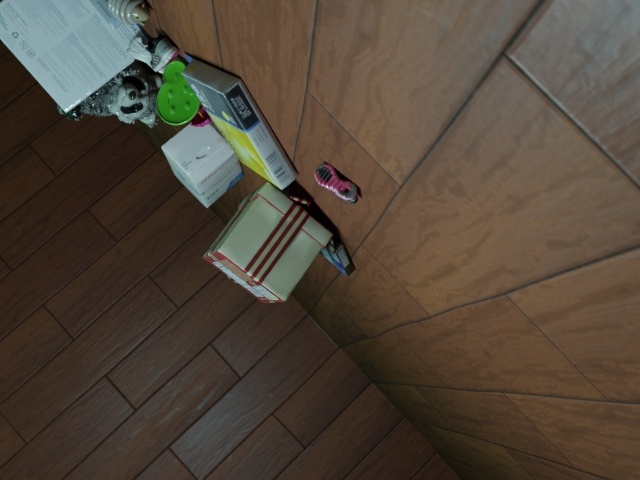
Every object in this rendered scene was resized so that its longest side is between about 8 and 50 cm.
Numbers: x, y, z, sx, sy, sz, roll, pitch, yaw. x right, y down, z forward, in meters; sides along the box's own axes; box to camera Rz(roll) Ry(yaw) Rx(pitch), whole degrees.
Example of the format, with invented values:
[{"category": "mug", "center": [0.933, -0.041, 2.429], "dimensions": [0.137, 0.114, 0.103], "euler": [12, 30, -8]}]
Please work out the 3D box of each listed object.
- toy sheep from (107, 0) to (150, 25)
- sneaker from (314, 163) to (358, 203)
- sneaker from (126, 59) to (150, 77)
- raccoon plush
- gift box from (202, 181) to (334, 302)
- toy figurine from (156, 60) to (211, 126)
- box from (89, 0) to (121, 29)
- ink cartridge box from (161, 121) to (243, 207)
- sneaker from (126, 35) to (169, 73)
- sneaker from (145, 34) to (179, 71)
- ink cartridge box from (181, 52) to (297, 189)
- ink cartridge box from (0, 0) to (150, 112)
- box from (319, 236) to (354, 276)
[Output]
[{"category": "toy sheep", "center": [-0.472, -0.571, 1.610], "dimensions": [0.132, 0.091, 0.091], "euler": [25, 163, 14]}, {"category": "sneaker", "center": [0.035, -0.115, 1.387], "dimensions": [0.119, 0.047, 0.057], "euler": [43, 179, 29]}, {"category": "sneaker", "center": [-0.658, -0.570, 2.213], "dimensions": [0.232, 0.115, 0.090], "euler": [42, 172, 30]}, {"category": "raccoon plush", "center": [-0.679, -0.520, 2.124], "dimensions": [0.299, 0.216, 0.446], "euler": [6, -149, -29]}, {"category": "gift box", "center": [-0.126, 0.013, 1.779], "dimensions": [0.276, 0.258, 0.255], "euler": [39, 163, -18]}, {"category": "toy figurine", "center": [-0.347, -0.374, 1.776], "dimensions": [0.159, 0.130, 0.173], "euler": [19, -121, -72]}, {"category": "box", "center": [-0.558, -0.626, 1.706], "dimensions": [0.145, 0.038, 0.186], "euler": [52, -171, -24]}, {"category": "ink cartridge box", "center": [-0.369, -0.248, 2.096], "dimensions": [0.168, 0.171, 0.233], "euler": [45, 168, 10]}, {"category": "sneaker", "center": [-0.460, -0.511, 1.836], "dimensions": [0.152, 0.061, 0.054], "euler": [29, -165, -13]}, {"category": "sneaker", "center": [-0.424, -0.497, 1.736], "dimensions": [0.075, 0.063, 0.170], "euler": [51, 163, -18]}, {"category": "ink cartridge box", "center": [-0.219, -0.298, 1.640], "dimensions": [0.307, 0.072, 0.304], "euler": [32, 162, 46]}, {"category": "ink cartridge box", "center": [-0.693, -0.584, 1.842], "dimensions": [0.324, 0.330, 0.071], "euler": [53, -175, -21]}, {"category": "box", "center": [0.000, 0.000, 1.907], "dimensions": [0.225, 0.036, 0.136], "euler": [39, 165, 34]}]
